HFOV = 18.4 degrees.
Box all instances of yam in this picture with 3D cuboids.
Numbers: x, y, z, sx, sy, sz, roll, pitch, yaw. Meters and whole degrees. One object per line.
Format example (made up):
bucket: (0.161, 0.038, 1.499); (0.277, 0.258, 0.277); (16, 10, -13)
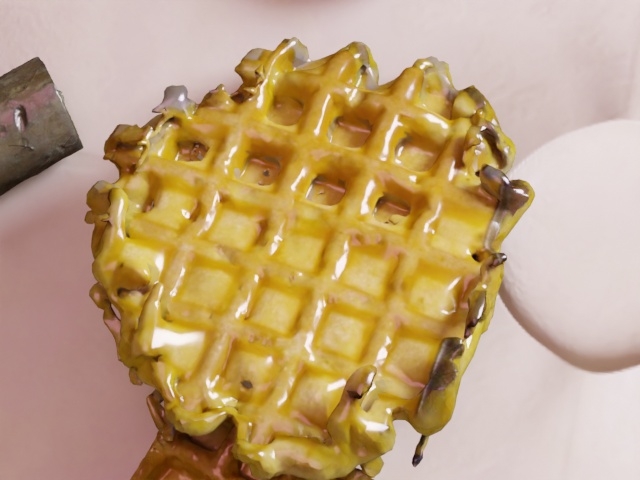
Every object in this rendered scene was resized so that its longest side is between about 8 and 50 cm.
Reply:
yam: (-0.226, -0.044, 1.191); (0.169, 0.068, 0.068); (-30, 70, -7)

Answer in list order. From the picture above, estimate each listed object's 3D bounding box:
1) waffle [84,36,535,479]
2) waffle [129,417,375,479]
waffle: (0.000, -0.002, 1.117); (0.262, 0.060, 0.280); (-23, 59, -10)
waffle: (-0.053, 0.206, 1.087); (0.160, 0.055, 0.211); (24, 75, 15)
